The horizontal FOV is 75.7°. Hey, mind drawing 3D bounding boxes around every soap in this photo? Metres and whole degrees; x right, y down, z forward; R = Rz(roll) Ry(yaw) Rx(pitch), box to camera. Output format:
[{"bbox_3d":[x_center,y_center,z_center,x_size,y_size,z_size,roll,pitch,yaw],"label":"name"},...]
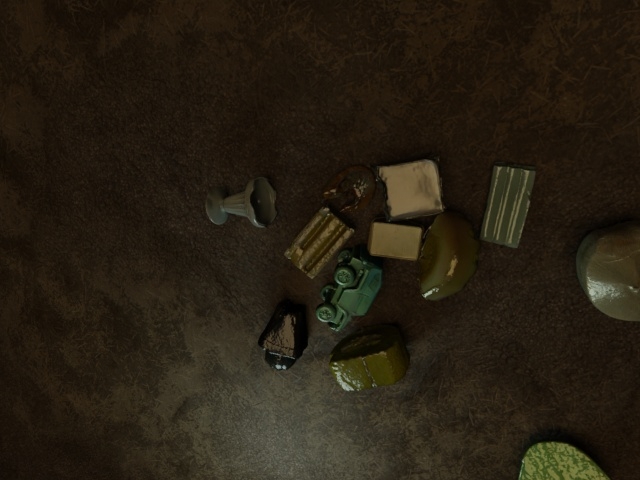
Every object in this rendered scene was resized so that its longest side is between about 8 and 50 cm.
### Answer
[{"bbox_3d":[0.000,0.000,1.352,0.135,0.076,0.233,40,114,1],"label":"soap"}]

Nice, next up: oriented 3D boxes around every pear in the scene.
[{"bbox_3d":[0.784,0.758,1.355,0.288,0.139,0.239,-31,83,28],"label":"pear"}]

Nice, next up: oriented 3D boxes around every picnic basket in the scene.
[{"bbox_3d":[0.231,-0.009,1.271,0.164,0.079,0.115,9,109,8],"label":"picnic basket"}]

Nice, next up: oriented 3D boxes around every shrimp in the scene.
[{"bbox_3d":[0.086,-0.149,1.265,0.187,0.051,0.132,-33,90,4],"label":"shrimp"}]

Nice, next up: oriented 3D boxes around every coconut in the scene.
[{"bbox_3d":[0.795,0.075,1.045,0.244,0.247,0.245,5,109,16],"label":"coconut"}]

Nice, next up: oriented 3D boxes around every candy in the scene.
[{"bbox_3d":[0.258,-0.158,1.186,0.195,0.137,0.185,-10,106,18],"label":"candy"}]

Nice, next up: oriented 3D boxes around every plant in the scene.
[{"bbox_3d":[-0.129,0.347,1.476,0.164,0.142,0.256,14,108,10],"label":"plant"}]

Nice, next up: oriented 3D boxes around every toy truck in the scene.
[{"bbox_3d":[0.095,0.155,1.337,0.156,0.155,0.279,23,113,-1],"label":"toy truck"}]

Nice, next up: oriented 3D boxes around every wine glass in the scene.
[{"bbox_3d":[-0.261,-0.119,1.347,0.196,0.165,0.165,-2,108,21],"label":"wine glass"}]

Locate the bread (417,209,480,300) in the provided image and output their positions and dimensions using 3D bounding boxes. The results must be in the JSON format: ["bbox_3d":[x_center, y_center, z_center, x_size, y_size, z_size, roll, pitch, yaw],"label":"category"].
[{"bbox_3d":[0.383,0.058,1.184,0.158,0.156,0.261,10,110,-20],"label":"bread"}]

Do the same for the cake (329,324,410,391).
[{"bbox_3d":[0.163,0.391,1.383,0.260,0.179,0.156,-17,102,24],"label":"cake"}]

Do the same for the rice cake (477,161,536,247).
[{"bbox_3d":[0.532,-0.099,1.174,0.127,0.043,0.237,11,112,14],"label":"rice cake"}]
